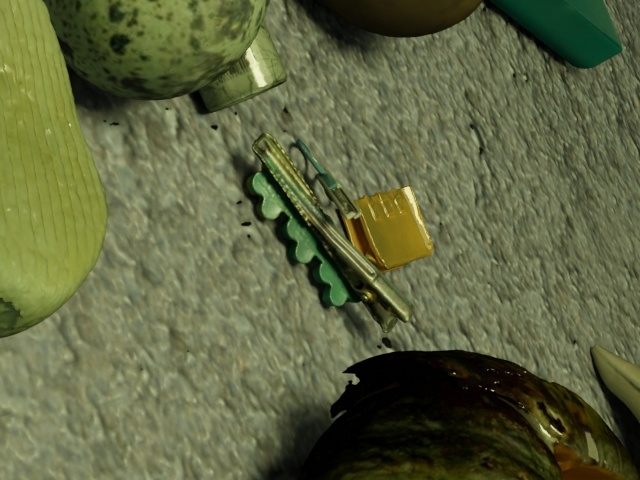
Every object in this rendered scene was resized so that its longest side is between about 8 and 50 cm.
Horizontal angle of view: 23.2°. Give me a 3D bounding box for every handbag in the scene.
[{"bbox_3d":[0.050,-0.008,1.182,0.083,0.027,0.061,-13,83,-59],"label":"handbag"}]

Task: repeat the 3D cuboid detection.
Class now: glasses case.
[{"bbox_3d":[0.201,-0.278,1.587,0.301,0.070,0.117,25,44,-48],"label":"glasses case"}]

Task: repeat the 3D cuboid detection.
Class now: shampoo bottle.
[{"bbox_3d":[-0.090,-0.189,1.042,0.065,0.065,0.204,-30,98,-61],"label":"shampoo bottle"}]

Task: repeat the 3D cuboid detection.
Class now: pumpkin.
[{"bbox_3d":[0.105,0.224,0.941,0.320,0.192,0.320,40,39,-43],"label":"pumpkin"}]

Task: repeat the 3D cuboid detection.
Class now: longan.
[{"bbox_3d":[0.053,-0.257,1.228,0.204,0.159,0.185,59,37,-2],"label":"longan"}]

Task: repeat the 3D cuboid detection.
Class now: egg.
[{"bbox_3d":[-0.094,-0.157,0.936,0.132,0.132,0.172,58,38,-15],"label":"egg"}]

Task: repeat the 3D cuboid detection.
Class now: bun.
[{"bbox_3d":[-0.194,-0.051,0.731,0.221,0.108,0.221,51,27,-38],"label":"bun"}]

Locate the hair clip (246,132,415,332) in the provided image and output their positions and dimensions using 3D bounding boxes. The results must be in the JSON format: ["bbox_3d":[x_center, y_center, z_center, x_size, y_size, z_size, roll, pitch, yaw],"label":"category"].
[{"bbox_3d":[-0.001,0.001,1.079,0.173,0.049,0.049,51,33,-17],"label":"hair clip"}]

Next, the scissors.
[{"bbox_3d":[0.009,-0.037,1.097,0.058,0.014,0.119,53,1,-23],"label":"scissors"}]

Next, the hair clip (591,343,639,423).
[{"bbox_3d":[0.361,0.227,1.444,0.172,0.113,0.282,28,47,-49],"label":"hair clip"}]
